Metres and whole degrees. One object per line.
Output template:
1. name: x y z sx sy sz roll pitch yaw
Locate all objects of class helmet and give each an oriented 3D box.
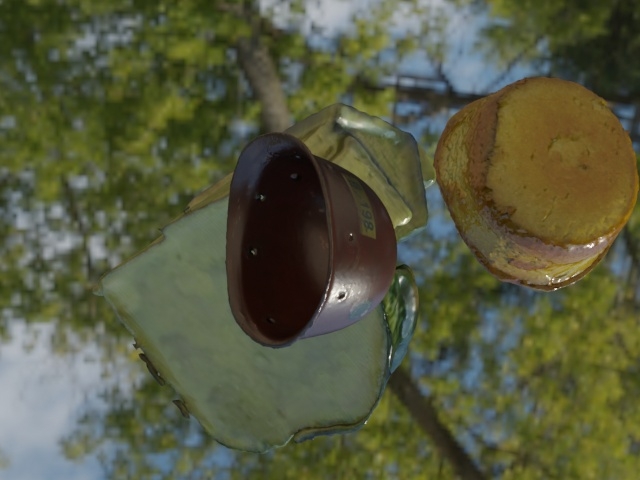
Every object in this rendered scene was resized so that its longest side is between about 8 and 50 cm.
1. helmet: 0.000 0.000 1.292 0.106 0.155 0.175 2 -133 -37

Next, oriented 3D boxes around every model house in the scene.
1. model house: -0.010 0.025 1.616 0.321 0.261 0.266 -28 -167 39

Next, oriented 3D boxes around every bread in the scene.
1. bread: 0.275 -0.075 2.007 0.268 0.146 0.268 4 -107 -14
